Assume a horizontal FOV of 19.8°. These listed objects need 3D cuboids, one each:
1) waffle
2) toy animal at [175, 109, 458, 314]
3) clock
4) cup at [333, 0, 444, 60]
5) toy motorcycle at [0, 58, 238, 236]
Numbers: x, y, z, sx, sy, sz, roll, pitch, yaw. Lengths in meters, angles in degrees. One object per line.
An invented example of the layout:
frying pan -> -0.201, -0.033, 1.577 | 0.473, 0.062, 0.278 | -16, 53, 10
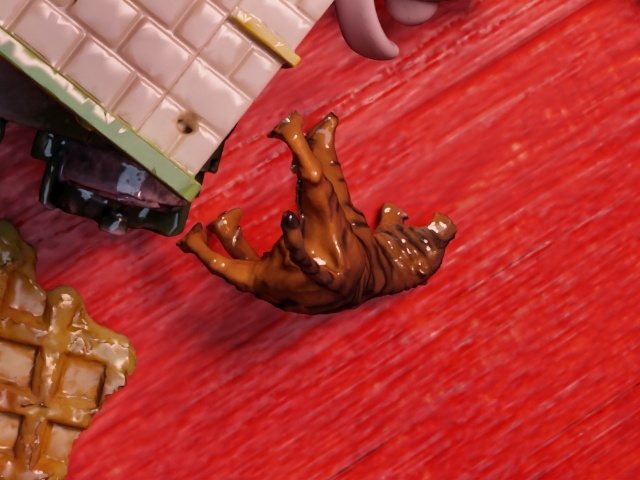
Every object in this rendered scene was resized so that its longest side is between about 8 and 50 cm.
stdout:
waffle -> -0.230, 0.129, 1.053 | 0.291, 0.051, 0.291 | -1, 96, -14
toy animal -> -0.006, 0.006, 1.009 | 0.114, 0.255, 0.116 | -44, 87, 9
clock -> -0.073, -0.184, 0.880 | 0.220, 0.106, 0.255 | 39, 88, -10
cup -> 0.063, -0.189, 1.020 | 0.134, 0.173, 0.142 | -9, 140, -1
toy motorcycle -> -0.156, -0.121, 1.012 | 0.275, 0.127, 0.205 | 14, 94, -21
